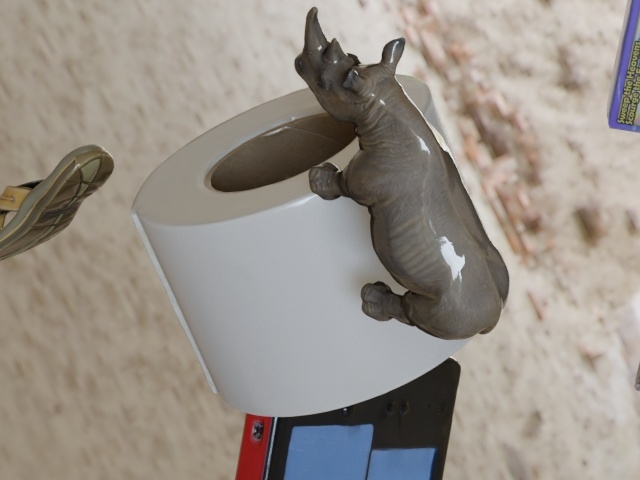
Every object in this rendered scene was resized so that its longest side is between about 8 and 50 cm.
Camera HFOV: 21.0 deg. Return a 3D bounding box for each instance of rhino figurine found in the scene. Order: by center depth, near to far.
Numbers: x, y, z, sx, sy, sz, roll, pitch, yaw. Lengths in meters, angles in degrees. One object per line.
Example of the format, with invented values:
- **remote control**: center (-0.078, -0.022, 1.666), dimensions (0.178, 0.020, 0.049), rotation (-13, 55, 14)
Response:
- **rhino figurine**: center (0.048, -0.039, 1.093), dimensions (0.106, 0.073, 0.243), rotation (1, -60, 58)

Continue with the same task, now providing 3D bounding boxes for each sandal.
- **sandal**: center (-0.234, -0.034, 1.420), dimensions (0.072, 0.180, 0.049), rotation (-18, 71, -50)

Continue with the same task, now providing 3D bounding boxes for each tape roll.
- **tape roll**: center (0.000, 0.000, 1.328), dimensions (0.246, 0.246, 0.169), rotation (-86, 155, -66)

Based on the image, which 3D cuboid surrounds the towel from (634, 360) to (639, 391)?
- **towel**: center (0.410, 0.016, 1.311), dimensions (0.332, 0.316, 0.053), rotation (-60, 134, -57)

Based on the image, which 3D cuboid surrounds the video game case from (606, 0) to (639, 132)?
- **video game case**: center (0.382, -0.208, 1.431), dimensions (0.061, 0.244, 0.270), rotation (-75, 174, -68)

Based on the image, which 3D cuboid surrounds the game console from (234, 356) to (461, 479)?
- **game console**: center (0.027, 0.313, 1.914), dimensions (0.342, 0.060, 0.387), rotation (7, 93, -47)
